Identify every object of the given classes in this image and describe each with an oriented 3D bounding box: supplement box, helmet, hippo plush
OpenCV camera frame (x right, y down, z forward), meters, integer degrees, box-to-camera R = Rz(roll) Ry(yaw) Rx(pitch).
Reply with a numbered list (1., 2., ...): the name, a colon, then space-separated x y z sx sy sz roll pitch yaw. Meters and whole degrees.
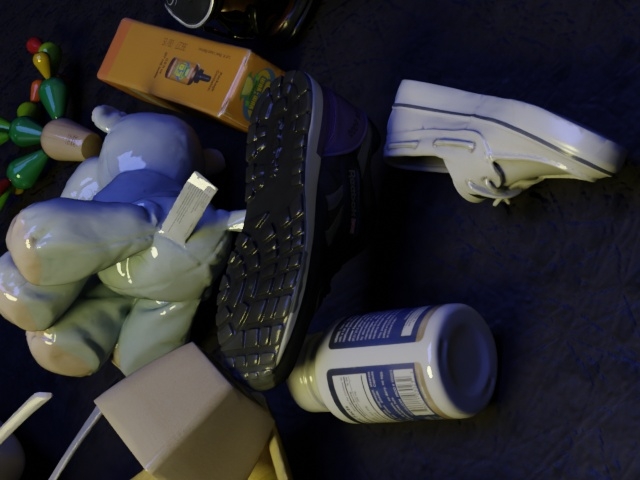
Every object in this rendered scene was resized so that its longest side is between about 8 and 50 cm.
1. supplement box: -0.135 -0.173 1.584 0.233 0.080 0.078 22 86 48
2. helmet: -0.075 -0.291 1.526 0.169 0.169 0.161 44 118 46
3. hippo plush: -0.197 -0.033 1.454 0.294 0.234 0.236 -50 35 31

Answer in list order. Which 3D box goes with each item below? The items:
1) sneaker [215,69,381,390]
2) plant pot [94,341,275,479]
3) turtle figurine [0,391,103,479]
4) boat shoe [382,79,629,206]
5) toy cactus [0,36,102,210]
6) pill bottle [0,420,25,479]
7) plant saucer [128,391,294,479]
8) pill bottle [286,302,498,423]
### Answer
1. sneaker: 0.000 0.000 1.292 0.107 0.124 0.283 -14 60 48
2. plant pot: -0.106 0.152 1.264 0.096 0.109 0.109 -47 44 -2
3. turtle figurine: -0.312 0.244 1.318 0.266 0.198 0.274 -7 104 5
4. boat shoe: 0.144 -0.074 1.262 0.267 0.096 0.088 21 91 48
5. toy cactus: -0.332 -0.132 1.741 0.180 0.112 0.219 15 71 36
6. pill bottle: -0.491 0.336 1.504 0.229 0.229 0.407 34 94 46
7. plant saucer: -0.108 0.353 1.291 0.333 0.081 0.333 -37 48 22
8. pill bottle: 0.055 0.105 1.253 0.169 0.094 0.094 -8 64 40
